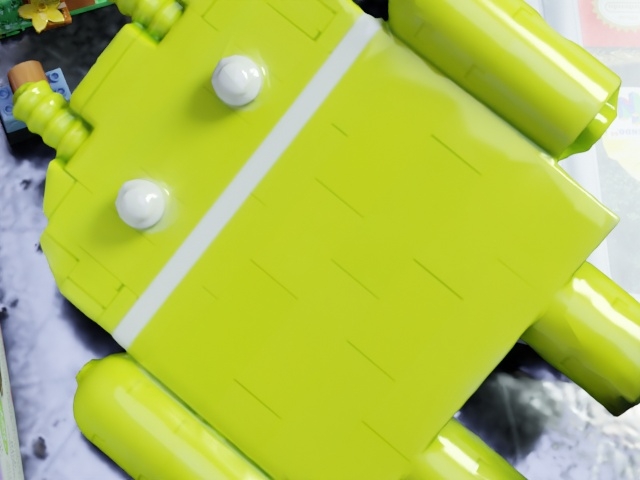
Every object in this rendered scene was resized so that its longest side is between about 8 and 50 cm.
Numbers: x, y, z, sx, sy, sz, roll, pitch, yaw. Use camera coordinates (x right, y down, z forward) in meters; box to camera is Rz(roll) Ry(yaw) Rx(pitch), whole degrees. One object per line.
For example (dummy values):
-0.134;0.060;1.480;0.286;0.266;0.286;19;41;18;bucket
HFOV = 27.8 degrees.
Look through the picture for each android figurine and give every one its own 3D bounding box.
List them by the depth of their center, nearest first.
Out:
0.000;0.000;0.520;0.273;0.056;0.248;41;99;4;android figurine

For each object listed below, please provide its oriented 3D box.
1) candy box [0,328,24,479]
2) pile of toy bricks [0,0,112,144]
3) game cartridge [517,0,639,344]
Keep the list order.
-0.153;0.032;0.451;0.070;0.196;0.164;-10;74;-10;candy box
-0.117;-0.125;0.555;0.212;0.105;0.118;-22;77;-14;pile of toy bricks
0.185;-0.042;0.598;0.294;0.060;0.196;-2;77;-8;game cartridge
